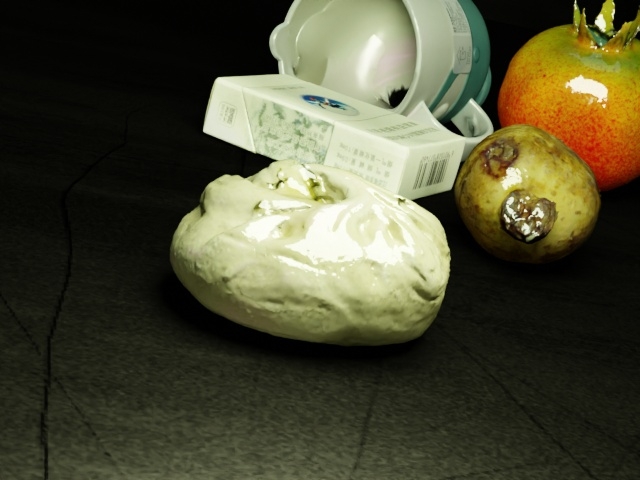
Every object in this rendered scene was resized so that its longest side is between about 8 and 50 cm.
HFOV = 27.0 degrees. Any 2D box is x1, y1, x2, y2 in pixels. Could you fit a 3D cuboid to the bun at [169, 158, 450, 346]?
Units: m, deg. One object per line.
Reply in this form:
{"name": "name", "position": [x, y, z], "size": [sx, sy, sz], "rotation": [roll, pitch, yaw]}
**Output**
{"name": "bun", "position": [0.000, 0.000, 1.022], "size": [0.209, 0.116, 0.237], "rotation": [17, 18, 13]}

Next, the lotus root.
{"name": "lotus root", "position": [0.208, -0.045, 1.335], "size": [0.145, 0.128, 0.260], "rotation": [25, 18, 3]}

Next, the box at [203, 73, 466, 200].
{"name": "box", "position": [0.017, -0.121, 1.532], "size": [0.256, 0.069, 0.164], "rotation": [22, 18, 25]}

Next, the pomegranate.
{"name": "pomegranate", "position": [0.344, -0.188, 1.704], "size": [0.220, 0.257, 0.221], "rotation": [8, 36, -6]}

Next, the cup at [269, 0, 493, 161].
{"name": "cup", "position": [0.112, -0.225, 1.760], "size": [0.257, 0.219, 0.290], "rotation": [-9, 58, -55]}
